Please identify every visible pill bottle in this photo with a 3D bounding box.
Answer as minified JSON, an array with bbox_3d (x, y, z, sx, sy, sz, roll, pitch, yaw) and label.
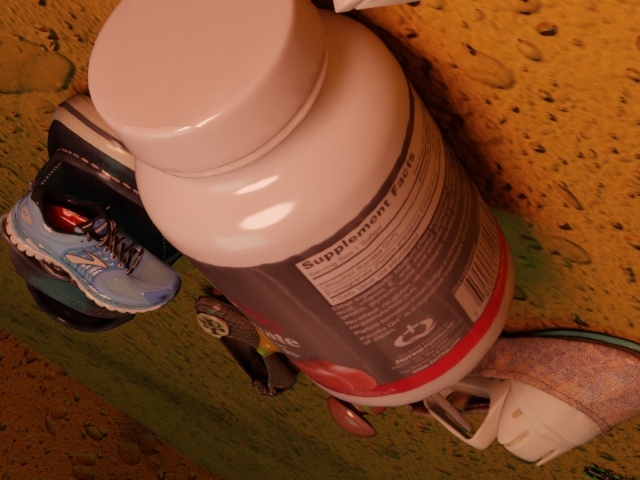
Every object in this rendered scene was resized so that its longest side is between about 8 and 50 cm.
[{"bbox_3d":[-0.006,-0.034,0.880,0.176,0.176,0.318,19,161,36],"label":"pill bottle"}]

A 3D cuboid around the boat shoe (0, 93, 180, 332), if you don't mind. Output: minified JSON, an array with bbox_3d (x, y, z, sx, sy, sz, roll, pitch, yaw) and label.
[{"bbox_3d":[-0.216,-0.007,1.398,0.187,0.156,0.500,32,162,-4],"label":"boat shoe"}]

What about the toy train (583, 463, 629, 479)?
[{"bbox_3d":[0.321,0.261,1.496,0.083,0.017,0.024,21,172,31],"label":"toy train"}]

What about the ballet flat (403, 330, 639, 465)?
[{"bbox_3d":[0.174,0.137,1.210,0.107,0.106,0.316,37,163,-23],"label":"ballet flat"}]

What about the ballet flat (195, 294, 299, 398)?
[{"bbox_3d":[-0.098,0.143,1.823,0.084,0.058,0.250,20,162,31],"label":"ballet flat"}]

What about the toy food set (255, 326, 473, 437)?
[{"bbox_3d":[0.013,0.110,1.187,0.218,0.071,0.128,35,173,28],"label":"toy food set"}]

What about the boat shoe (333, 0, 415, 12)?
[{"bbox_3d":[0.070,-0.162,0.554,0.319,0.116,0.099,168,88,-77],"label":"boat shoe"}]

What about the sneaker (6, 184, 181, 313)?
[{"bbox_3d":[-0.193,0.006,1.211,0.162,0.063,0.073,29,143,-10],"label":"sneaker"}]
